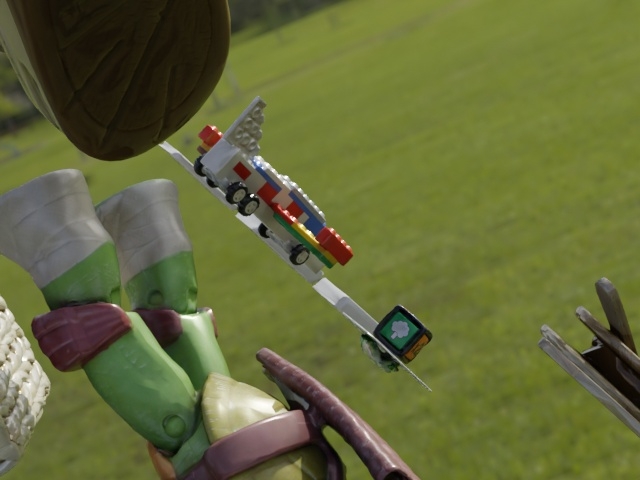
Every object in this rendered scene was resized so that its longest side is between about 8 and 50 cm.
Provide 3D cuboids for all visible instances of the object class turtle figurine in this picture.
[{"bbox_3d":[-0.097,0.118,0.925,0.197,0.266,0.274,-16,-16,-34],"label":"turtle figurine"}]

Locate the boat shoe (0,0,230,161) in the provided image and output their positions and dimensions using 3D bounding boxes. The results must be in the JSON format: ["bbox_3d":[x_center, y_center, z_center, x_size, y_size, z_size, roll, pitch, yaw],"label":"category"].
[{"bbox_3d":[-0.124,-0.179,0.721,0.121,0.341,0.110,-33,49,-24],"label":"boat shoe"}]

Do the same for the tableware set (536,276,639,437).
[{"bbox_3d":[0.168,0.089,0.762,0.039,0.194,0.128,-48,-9,3],"label":"tableware set"}]

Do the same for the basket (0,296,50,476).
[{"bbox_3d":[-0.207,0.075,0.969,0.113,0.103,0.167,-32,10,3],"label":"basket"}]

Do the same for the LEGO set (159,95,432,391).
[{"bbox_3d":[0.000,0.000,1.072,0.060,0.182,0.244,-47,12,-2],"label":"LEGO set"}]
